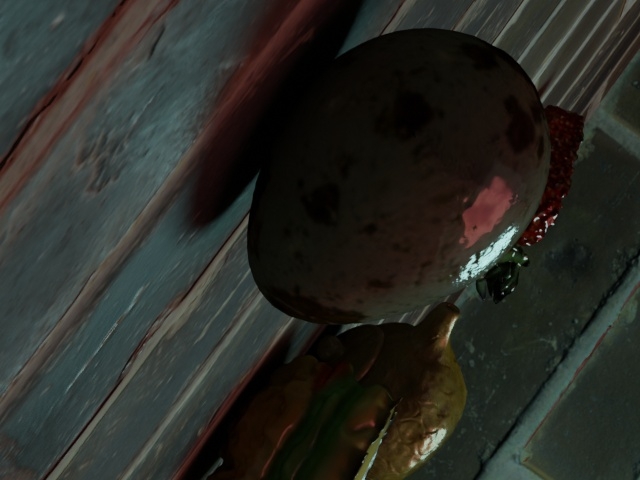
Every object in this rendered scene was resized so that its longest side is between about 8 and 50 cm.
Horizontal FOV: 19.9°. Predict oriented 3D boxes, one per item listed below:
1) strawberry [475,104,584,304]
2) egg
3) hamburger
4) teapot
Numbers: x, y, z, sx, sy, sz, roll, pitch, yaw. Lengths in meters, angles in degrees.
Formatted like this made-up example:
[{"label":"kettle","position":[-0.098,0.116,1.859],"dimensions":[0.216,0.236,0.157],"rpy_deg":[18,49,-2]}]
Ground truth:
[{"label":"strawberry","position":[0.249,-0.061,2.427],"dimensions":[0.286,0.106,0.188],"rpy_deg":[-66,-162,-16]},{"label":"egg","position":[0.045,-0.035,1.180],"dimensions":[0.231,0.169,0.169],"rpy_deg":[-45,175,23]},{"label":"hamburger","position":[-0.029,0.227,1.862],"dimensions":[0.237,0.149,0.237],"rpy_deg":[-62,174,-11]},{"label":"teapot","position":[0.041,0.176,2.066],"dimensions":[0.311,0.167,0.203],"rpy_deg":[-36,-159,13]}]
